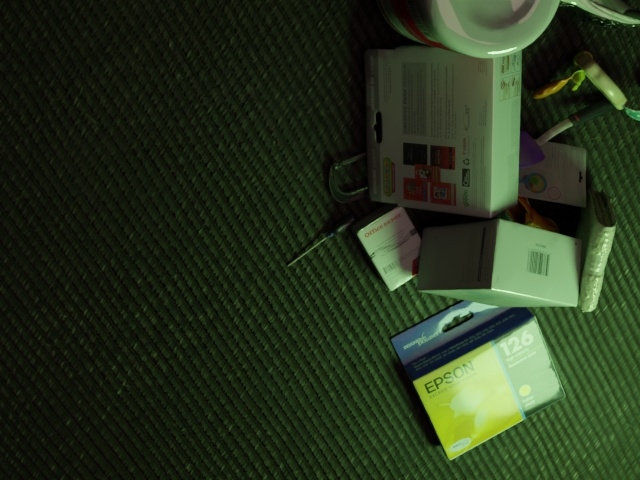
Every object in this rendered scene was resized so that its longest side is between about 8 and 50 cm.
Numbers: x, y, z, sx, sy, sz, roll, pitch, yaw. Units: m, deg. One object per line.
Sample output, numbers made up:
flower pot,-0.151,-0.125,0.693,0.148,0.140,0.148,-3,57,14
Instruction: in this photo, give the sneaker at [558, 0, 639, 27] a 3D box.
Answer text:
sneaker,0.520,-0.485,1.740,0.271,0.100,0.108,19,96,-17

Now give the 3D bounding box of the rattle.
rattle,0.552,-0.271,1.802,0.199,0.130,0.143,42,92,-26

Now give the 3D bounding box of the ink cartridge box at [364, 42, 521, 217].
ink cartridge box,0.231,-0.219,1.708,0.130,0.272,0.309,-23,117,-52

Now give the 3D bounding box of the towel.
towel,0.548,0.010,1.806,0.049,0.282,0.187,9,112,10

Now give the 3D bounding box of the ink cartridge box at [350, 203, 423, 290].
ink cartridge box,0.145,0.008,1.824,0.109,0.063,0.150,-32,110,-2

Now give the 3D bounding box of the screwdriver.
screwdriver,0.000,0.000,1.812,0.170,0.024,0.025,-33,140,1

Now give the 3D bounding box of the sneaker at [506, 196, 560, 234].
sneaker,0.434,-0.036,1.867,0.175,0.067,0.064,41,129,-15

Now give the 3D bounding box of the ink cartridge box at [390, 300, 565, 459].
ink cartridge box,0.349,0.281,1.953,0.303,0.072,0.307,-27,113,-3

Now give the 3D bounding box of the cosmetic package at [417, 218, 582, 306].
cosmetic package,0.348,0.051,1.758,0.224,0.224,0.138,12,81,-30

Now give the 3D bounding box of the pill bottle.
pill bottle,0.222,-0.441,1.519,0.229,0.408,0.229,-4,108,-11

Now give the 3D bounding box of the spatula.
spatula,0.489,-0.227,1.826,0.296,0.030,0.084,-27,68,-11

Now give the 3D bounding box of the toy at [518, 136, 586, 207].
toy,0.421,-0.140,1.832,0.237,0.056,0.137,11,68,-10

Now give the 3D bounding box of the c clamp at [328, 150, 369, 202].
c clamp,0.083,-0.151,1.786,0.160,0.022,0.137,-26,116,-5
